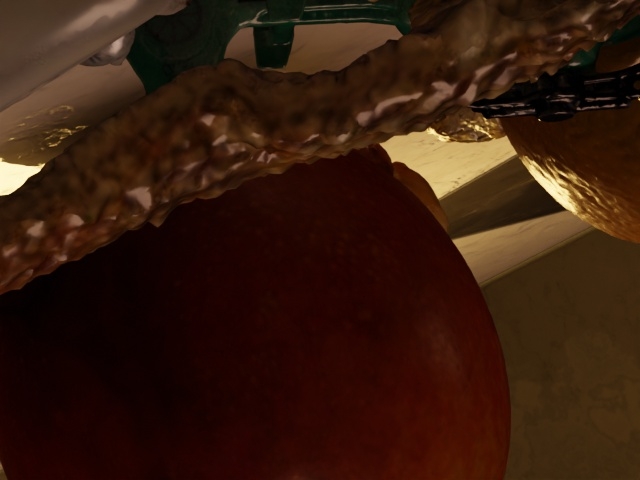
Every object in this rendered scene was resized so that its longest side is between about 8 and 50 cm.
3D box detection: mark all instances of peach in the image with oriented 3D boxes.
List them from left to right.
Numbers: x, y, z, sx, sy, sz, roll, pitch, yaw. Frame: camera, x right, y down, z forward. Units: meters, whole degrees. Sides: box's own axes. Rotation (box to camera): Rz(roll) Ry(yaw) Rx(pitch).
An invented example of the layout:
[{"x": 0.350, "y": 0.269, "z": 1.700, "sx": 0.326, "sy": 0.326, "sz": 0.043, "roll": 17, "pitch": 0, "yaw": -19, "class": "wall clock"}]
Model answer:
[{"x": -0.058, "y": 0.091, "z": 1.163, "sx": 0.388, "sy": 0.388, "sz": 0.388, "roll": -22, "pitch": 171, "yaw": -4, "class": "peach"}]

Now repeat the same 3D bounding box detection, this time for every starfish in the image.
[{"x": 0.077, "y": -0.135, "z": 0.595, "sx": 0.398, "sy": 0.132, "sz": 0.384, "roll": -44, "pitch": -177, "yaw": 22, "class": "starfish"}]

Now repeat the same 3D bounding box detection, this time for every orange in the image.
[{"x": 0.236, "y": -0.116, "z": 1.079, "sx": 0.264, "sy": 0.264, "sz": 0.264, "roll": -22, "pitch": 171, "yaw": -4, "class": "orange"}]

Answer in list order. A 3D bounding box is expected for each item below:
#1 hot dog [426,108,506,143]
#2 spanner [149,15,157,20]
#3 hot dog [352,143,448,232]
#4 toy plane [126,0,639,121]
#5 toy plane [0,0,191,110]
[{"x": 0.145, "y": -0.117, "z": 1.403, "sx": 0.078, "sy": 0.061, "sz": 0.169, "roll": -18, "pitch": 170, "yaw": -39, "class": "hot dog"}, {"x": -0.220, "y": -0.062, "z": 0.807, "sx": 0.325, "sy": 0.040, "sz": 0.096, "roll": -20, "pitch": 173, "yaw": 14, "class": "spanner"}, {"x": 0.000, "y": 0.000, "z": 1.425, "sx": 0.150, "sy": 0.153, "sz": 0.256, "roll": 14, "pitch": 142, "yaw": -24, "class": "hot dog"}, {"x": 0.083, "y": -0.132, "z": 0.888, "sx": 0.382, "sy": 0.155, "sz": 0.106, "roll": -5, "pitch": 169, "yaw": -7, "class": "toy plane"}, {"x": -0.129, "y": -0.104, "z": 0.636, "sx": 0.245, "sy": 0.117, "sz": 0.244, "roll": -32, "pitch": -172, "yaw": 5, "class": "toy plane"}]
